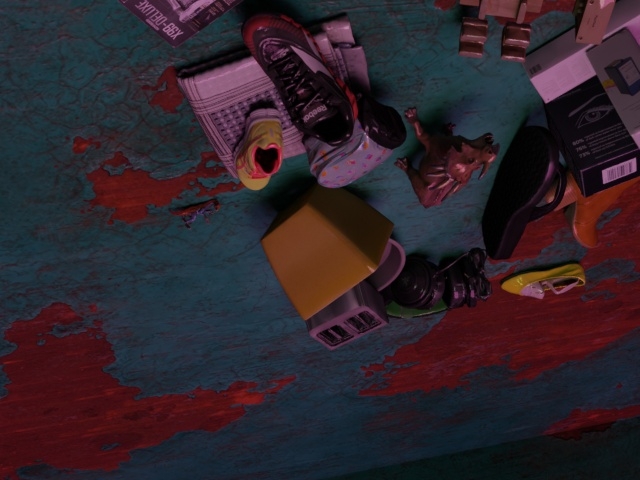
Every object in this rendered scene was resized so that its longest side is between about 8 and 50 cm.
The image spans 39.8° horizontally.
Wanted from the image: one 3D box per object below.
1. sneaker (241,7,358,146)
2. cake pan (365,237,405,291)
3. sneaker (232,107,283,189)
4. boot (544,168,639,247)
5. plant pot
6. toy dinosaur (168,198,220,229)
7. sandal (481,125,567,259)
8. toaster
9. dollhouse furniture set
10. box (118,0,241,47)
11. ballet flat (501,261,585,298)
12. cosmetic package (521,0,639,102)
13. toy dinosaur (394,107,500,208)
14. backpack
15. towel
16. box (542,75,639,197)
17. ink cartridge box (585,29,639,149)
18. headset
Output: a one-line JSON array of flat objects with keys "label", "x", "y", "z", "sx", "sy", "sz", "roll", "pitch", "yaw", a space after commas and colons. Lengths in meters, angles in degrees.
[{"label": "sneaker", "x": -0.028, "y": -0.258, "z": 1.449, "sx": 0.097, "sy": 0.135, "sz": 0.276, "roll": -30, "pitch": 124, "yaw": 18}, {"label": "cake pan", "x": 0.056, "y": 0.057, "z": 2.105, "sx": 0.293, "sy": 0.054, "sz": 0.293, "roll": -11, "pitch": 146, "yaw": -8}, {"label": "sneaker", "x": -0.112, "y": -0.147, "z": 1.635, "sx": 0.081, "sy": 0.094, "sz": 0.208, "roll": -8, "pitch": 150, "yaw": -14}, {"label": "boot", "x": 0.672, "y": -0.100, "z": 2.092, "sx": 0.211, "sy": 0.104, "sz": 0.295, "roll": -31, "pitch": 139, "yaw": 21}, {"label": "plant pot", "x": 0.000, "y": 0.000, "z": 1.849, "sx": 0.212, "sy": 0.212, "sz": 0.187, "roll": -38, "pitch": 102, "yaw": 28}, {"label": "toy dinosaur", "x": -0.251, "y": -0.060, "z": 1.826, "sx": 0.082, "sy": 0.047, "sz": 0.090, "roll": -47, "pitch": 128, "yaw": 11}, {"label": "sandal", "x": 0.458, "y": -0.108, "z": 1.949, "sx": 0.107, "sy": 0.168, "sz": 0.446, "roll": -4, "pitch": 154, "yaw": -7}, {"label": "toaster", "x": 0.055, "y": 0.164, "z": 2.112, "sx": 0.168, "sy": 0.110, "sz": 0.185, "roll": -28, "pitch": 144, "yaw": 15}, {"label": "dollhouse furniture set", "x": 0.363, "y": -0.435, "z": 1.498, "sx": 0.242, "sy": 0.161, "sz": 0.212, "roll": 7, "pitch": 145, "yaw": 5}, {"label": "box", "x": -0.218, "y": -0.442, "z": 1.259, "sx": 0.242, "sy": 0.076, "sz": 0.307, "roll": -30, "pitch": 143, "yaw": 20}, {"label": "ballet flat", "x": 0.610, "y": 0.116, "z": 2.398, "sx": 0.231, "sy": 0.077, "sz": 0.077, "roll": -12, "pitch": 147, "yaw": -5}, {"label": "cosmetic package", "x": 0.511, "y": -0.365, "z": 1.684, "sx": 0.239, "sy": 0.060, "sz": 0.099, "roll": -29, "pitch": 144, "yaw": 19}, {"label": "toy dinosaur", "x": 0.239, "y": -0.133, "z": 1.778, "sx": 0.127, "sy": 0.200, "sz": 0.296, "roll": -6, "pitch": 145, "yaw": -14}, {"label": "backpack", "x": 0.053, "y": -0.179, "z": 1.635, "sx": 0.182, "sy": 0.115, "sz": 0.152, "roll": -30, "pitch": 148, "yaw": 28}, {"label": "towel", "x": -0.061, "y": -0.248, "z": 1.622, "sx": 0.324, "sy": 0.056, "sz": 0.312, "roll": -19, "pitch": 146, "yaw": 3}, {"label": "box", "x": 0.560, "y": -0.216, "z": 1.787, "sx": 0.153, "sy": 0.207, "sz": 0.108, "roll": -21, "pitch": 146, "yaw": 9}, {"label": "ink cartridge box", "x": 0.589, "y": -0.259, "z": 1.626, "sx": 0.093, "sy": 0.212, "sz": 0.154, "roll": -28, "pitch": 147, "yaw": 22}, {"label": "headset", "x": 0.298, "y": 0.131, "z": 2.195, "sx": 0.243, "sy": 0.185, "sz": 0.394, "roll": 1, "pitch": 154, "yaw": -24}]
